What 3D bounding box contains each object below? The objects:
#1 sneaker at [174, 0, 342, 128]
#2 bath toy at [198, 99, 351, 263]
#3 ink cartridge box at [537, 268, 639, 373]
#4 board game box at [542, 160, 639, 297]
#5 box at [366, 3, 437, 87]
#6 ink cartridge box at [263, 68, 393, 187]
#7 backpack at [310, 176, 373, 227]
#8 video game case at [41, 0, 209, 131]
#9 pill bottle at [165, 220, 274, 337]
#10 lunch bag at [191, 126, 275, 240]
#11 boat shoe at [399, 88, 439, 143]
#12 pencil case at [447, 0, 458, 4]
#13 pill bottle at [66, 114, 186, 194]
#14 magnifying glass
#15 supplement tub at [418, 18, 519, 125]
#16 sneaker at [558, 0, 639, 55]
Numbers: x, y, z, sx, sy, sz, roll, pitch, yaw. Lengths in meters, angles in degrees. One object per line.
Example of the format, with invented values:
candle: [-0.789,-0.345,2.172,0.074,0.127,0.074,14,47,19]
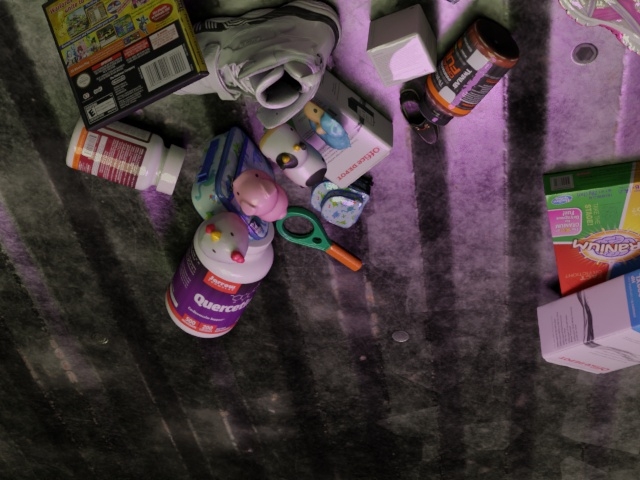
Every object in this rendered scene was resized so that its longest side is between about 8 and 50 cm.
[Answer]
sneaker: [-0.144,-0.301,1.607,0.366,0.210,0.137,-12,132,20]
bath toy: [-0.093,-0.092,1.639,0.151,0.129,0.348,38,97,-31]
ink cartridge box: [0.661,0.179,1.953,0.223,0.129,0.307,17,150,-33]
board game box: [0.606,-0.019,1.882,0.242,0.064,0.316,-8,133,16]
box: [0.145,-0.344,1.596,0.102,0.101,0.087,-15,131,22]
ink cartridge box: [0.019,-0.218,1.753,0.208,0.087,0.153,36,129,-24]
backpack: [0.038,-0.089,1.885,0.114,0.084,0.105,22,132,-10]
video game case: [-0.350,-0.358,1.602,0.275,0.035,0.248,-20,90,27]
pill bottle: [-0.219,0.065,2.011,0.181,0.181,0.323,21,135,-13]
lunch bag: [-0.171,-0.108,1.801,0.090,0.219,0.176,-19,128,25]
boat shoe: [0.191,-0.232,1.747,0.049,0.042,0.133,-19,131,23]
pencil case: [0.115,-0.490,1.441,0.284,0.124,0.124,24,134,-17]
pill bottle: [-0.394,-0.174,1.839,0.221,0.121,0.121,19,135,-10]
magnifying glass: [0.000,0.000,2.027,0.231,0.026,0.092,35,130,-23]
supplement tub: [0.260,-0.295,1.626,0.106,0.106,0.198,26,133,-17]
sneaker: [0.485,-0.408,1.490,0.252,0.103,0.111,20,131,-20]
